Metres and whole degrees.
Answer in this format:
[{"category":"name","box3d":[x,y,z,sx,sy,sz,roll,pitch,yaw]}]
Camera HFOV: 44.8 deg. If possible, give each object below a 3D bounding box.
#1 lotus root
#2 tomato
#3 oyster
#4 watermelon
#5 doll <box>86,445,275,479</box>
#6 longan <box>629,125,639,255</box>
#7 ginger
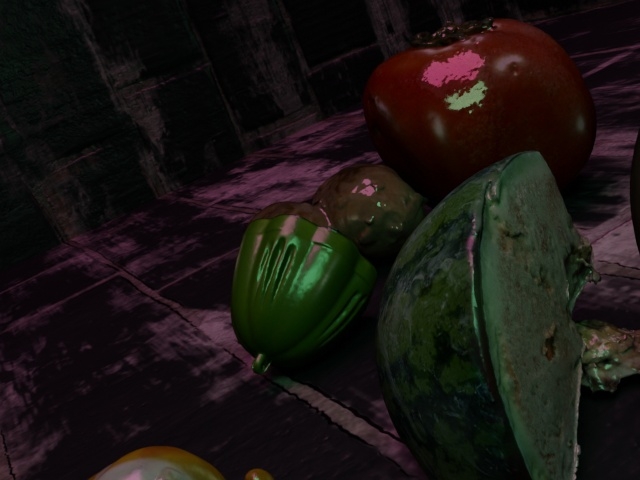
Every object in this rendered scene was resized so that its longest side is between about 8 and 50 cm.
[{"category":"lotus root","box3d":[-0.041,0.087,0.926,0.186,0.186,0.186,-20,16,6]},{"category":"tomato","box3d":[0.230,-0.177,1.142,0.293,0.290,0.325,-29,18,-15]},{"category":"oyster","box3d":[0.214,0.098,0.699,0.165,0.053,0.108,-7,28,30]},{"category":"watermelon","box3d":[0.133,0.077,0.626,0.180,0.224,0.305,15,48,7]},{"category":"doll","box3d":[-0.168,0.243,0.540,0.269,0.162,0.167,-13,48,12]},{"category":"longan","box3d":[0.372,-0.032,0.526,0.350,0.289,0.288,-20,13,-24]},{"category":"ginger","box3d":[0.000,0.000,1.163,0.304,0.155,0.244,-34,25,-12]}]
